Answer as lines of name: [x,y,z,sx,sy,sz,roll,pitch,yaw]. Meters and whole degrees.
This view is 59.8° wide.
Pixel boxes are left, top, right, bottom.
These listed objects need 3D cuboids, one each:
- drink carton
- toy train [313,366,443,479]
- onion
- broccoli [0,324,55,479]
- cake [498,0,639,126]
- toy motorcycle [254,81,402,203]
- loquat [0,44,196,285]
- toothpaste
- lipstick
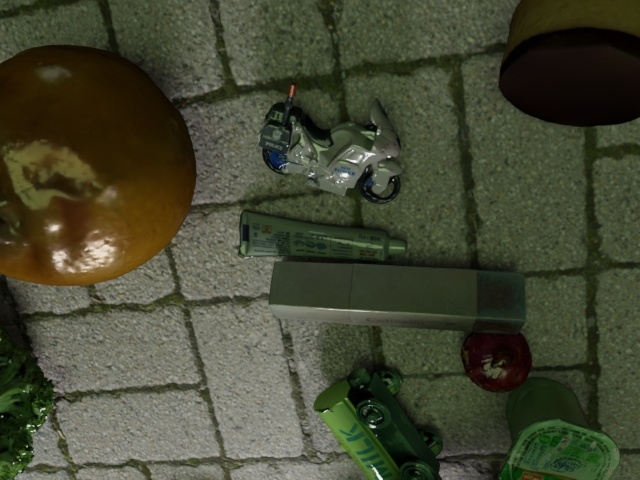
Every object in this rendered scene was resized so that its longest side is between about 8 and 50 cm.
drink carton: [0.353,0.295,0.855,0.145,0.142,0.144,18,113,4]
toy train: [0.095,0.329,0.941,0.157,0.105,0.253,-28,104,29]
onion: [0.271,0.181,0.857,0.107,0.097,0.107,0,88,4]
broccoli: [-0.652,0.280,0.942,0.309,0.321,0.414,29,90,26]
cake: [0.321,-0.250,0.655,0.184,0.208,0.178,16,83,5]
toy motorcycle: [0.018,-0.140,0.787,0.220,0.102,0.150,17,123,3]
loquat: [-0.334,-0.096,0.751,0.328,0.328,0.329,3,109,9]
toothpaste: [0.000,0.001,0.865,0.268,0.047,0.069,4,128,11]
lipstick: [0.111,0.086,0.844,0.370,0.076,0.080,2,66,9]
